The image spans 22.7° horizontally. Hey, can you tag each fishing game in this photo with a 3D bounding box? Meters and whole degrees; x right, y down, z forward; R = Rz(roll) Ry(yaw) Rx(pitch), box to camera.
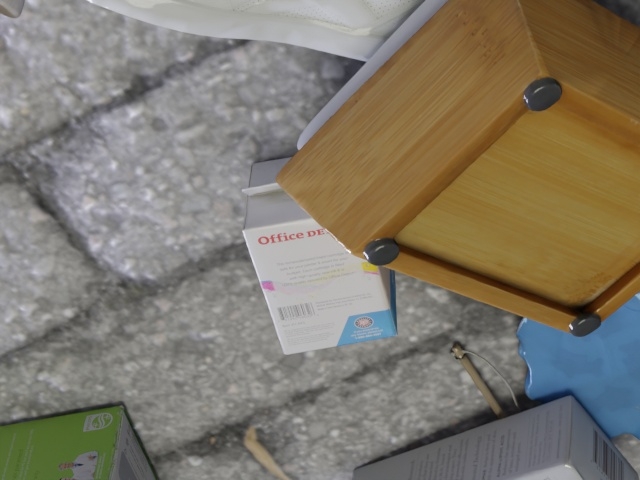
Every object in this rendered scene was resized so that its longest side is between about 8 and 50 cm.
[{"bbox_3d":[0.249,0.091,1.308,0.264,0.041,0.189,-21,120,28],"label":"fishing game"}]

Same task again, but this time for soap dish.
[{"bbox_3d":[0.152,-0.053,1.105,0.291,0.118,0.229,20,128,-38],"label":"soap dish"}]

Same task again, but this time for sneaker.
[{"bbox_3d":[-0.027,-0.220,1.049,0.293,0.108,0.169,7,126,-16],"label":"sneaker"}]

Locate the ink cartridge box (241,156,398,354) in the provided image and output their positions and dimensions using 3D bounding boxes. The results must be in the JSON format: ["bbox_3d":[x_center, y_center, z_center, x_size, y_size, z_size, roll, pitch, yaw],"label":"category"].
[{"bbox_3d":[0.000,0.000,1.217,0.092,0.090,0.143,-9,125,9],"label":"ink cartridge box"}]

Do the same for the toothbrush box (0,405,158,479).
[{"bbox_3d":[-0.281,0.279,1.421,0.283,0.122,0.206,-12,126,10],"label":"toothbrush box"}]

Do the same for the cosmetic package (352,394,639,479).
[{"bbox_3d":[0.145,0.228,1.371,0.231,0.085,0.117,-26,121,29],"label":"cosmetic package"}]

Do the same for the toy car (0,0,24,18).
[{"bbox_3d":[-0.303,-0.159,1.078,0.136,0.159,0.182,28,173,28],"label":"toy car"}]
